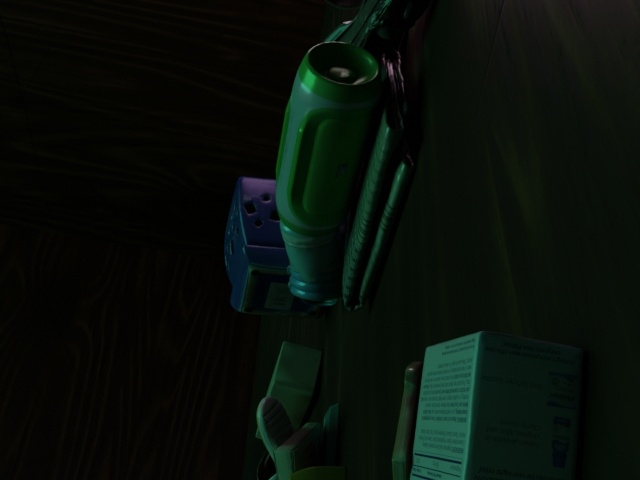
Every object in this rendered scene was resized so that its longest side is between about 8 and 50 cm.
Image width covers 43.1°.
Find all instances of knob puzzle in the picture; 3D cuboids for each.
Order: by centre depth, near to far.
[{"bbox_3d":[0.093,0.192,0.708,0.213,0.030,0.213,0,-90,-77],"label":"knob puzzle"}]

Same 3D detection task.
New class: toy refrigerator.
[{"bbox_3d":[-0.066,0.333,1.731,0.269,0.094,0.102,109,176,-51],"label":"toy refrigerator"}]

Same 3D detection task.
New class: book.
[{"bbox_3d":[-0.031,0.364,1.318,0.144,0.035,0.096,-18,-77,-71],"label":"book"}]

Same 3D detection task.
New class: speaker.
[{"bbox_3d":[0.007,-0.144,1.222,0.296,0.131,0.131,103,173,-46],"label":"speaker"}]

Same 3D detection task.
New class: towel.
[{"bbox_3d":[0.090,-0.103,1.265,0.312,0.056,0.324,-84,5,-55],"label":"towel"}]

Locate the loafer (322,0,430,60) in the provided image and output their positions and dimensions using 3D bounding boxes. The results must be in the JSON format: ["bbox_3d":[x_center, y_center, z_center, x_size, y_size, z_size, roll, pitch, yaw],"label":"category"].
[{"bbox_3d":[0.096,-0.315,1.208,0.267,0.096,0.084,-36,65,53],"label":"loafer"}]

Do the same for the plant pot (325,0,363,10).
[{"bbox_3d":[0.071,-0.578,1.656,0.165,0.167,0.167,-76,0,-54],"label":"plant pot"}]

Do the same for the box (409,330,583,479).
[{"bbox_3d":[0.113,0.138,0.544,0.126,0.072,0.137,123,156,-76],"label":"box"}]

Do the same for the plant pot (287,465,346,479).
[{"bbox_3d":[-0.012,0.384,1.205,0.081,0.083,0.081,106,171,-48],"label":"plant pot"}]

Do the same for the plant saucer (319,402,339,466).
[{"bbox_3d":[0.011,0.367,1.330,0.067,0.018,0.192,110,167,-58],"label":"plant saucer"}]

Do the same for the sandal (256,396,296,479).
[{"bbox_3d":[-0.072,0.362,1.358,0.102,0.076,0.265,-69,-35,-52],"label":"sandal"}]

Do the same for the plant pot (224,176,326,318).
[{"bbox_3d":[-0.075,0.028,1.682,0.236,0.236,0.212,108,163,-49],"label":"plant pot"}]

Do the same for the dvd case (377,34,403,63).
[{"bbox_3d":[0.104,-0.305,1.353,0.087,0.013,0.119,-43,-19,-38],"label":"dvd case"}]

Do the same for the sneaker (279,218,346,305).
[{"bbox_3d":[0.000,0.000,1.521,0.319,0.127,0.208,-63,-30,-61],"label":"sneaker"}]
